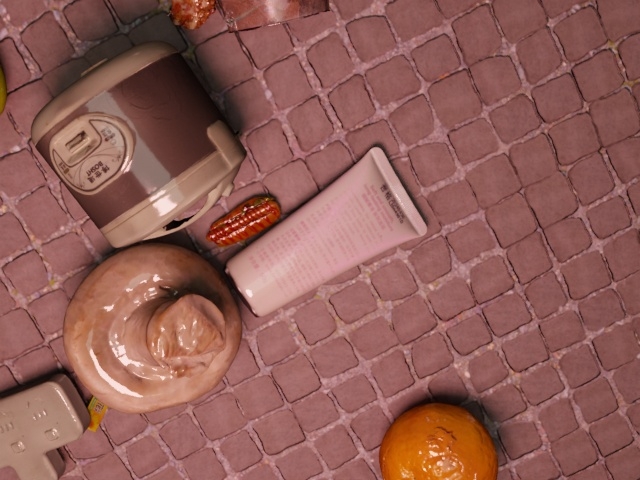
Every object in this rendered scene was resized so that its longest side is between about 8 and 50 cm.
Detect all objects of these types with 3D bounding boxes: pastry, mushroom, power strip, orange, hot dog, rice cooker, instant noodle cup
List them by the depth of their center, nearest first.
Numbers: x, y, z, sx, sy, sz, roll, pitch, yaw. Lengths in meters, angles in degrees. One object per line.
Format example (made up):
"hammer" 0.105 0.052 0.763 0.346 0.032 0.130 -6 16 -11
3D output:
"instant noodle cup" -0.088 -0.446 1.135 0.218 0.217 0.207 -13 109 -1
"rice cooker" -0.283 -0.143 1.151 0.288 0.288 0.277 -32 103 4
"mushroom" -0.272 0.146 1.196 0.298 0.290 0.297 1 86 -18
"pastry" -0.212 -0.437 1.198 0.087 0.063 0.169 2 107 27
"hot dog" -0.140 -0.033 1.301 0.144 0.038 0.062 -27 103 3
"power strip" -0.546 0.370 1.331 0.265 0.059 0.193 -22 102 12
"orange" 0.220 0.408 1.339 0.219 0.193 0.219 22 134 26

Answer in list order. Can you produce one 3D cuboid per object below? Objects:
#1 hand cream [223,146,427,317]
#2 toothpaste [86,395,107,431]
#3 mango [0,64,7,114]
"hand cream" 0.000 0.000 1.292 0.359 0.118 0.185 -32 99 -4
"toothpaste" -0.398 0.271 1.349 0.037 0.043 0.178 27 99 -9
"mango" -0.635 -0.299 1.165 0.175 0.143 0.293 -39 92 4
